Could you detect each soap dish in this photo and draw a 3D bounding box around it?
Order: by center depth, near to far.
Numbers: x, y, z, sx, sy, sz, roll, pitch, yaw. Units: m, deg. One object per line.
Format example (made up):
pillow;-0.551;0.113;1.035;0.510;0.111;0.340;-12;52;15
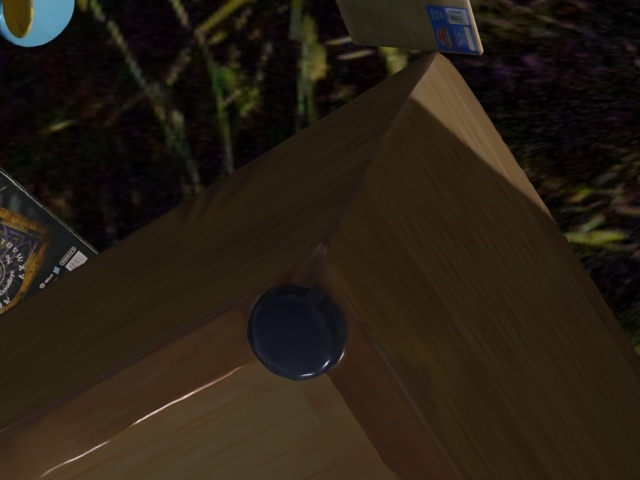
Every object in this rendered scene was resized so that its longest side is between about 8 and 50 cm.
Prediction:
soap dish;-0.026;0.114;0.449;0.291;0.118;0.229;-29;97;26

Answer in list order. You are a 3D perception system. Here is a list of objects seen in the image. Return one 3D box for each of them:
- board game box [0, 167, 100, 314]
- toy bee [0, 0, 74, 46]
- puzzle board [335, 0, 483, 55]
board game box;-0.268;0.045;1.099;0.126;0.026;0.186;40;88;9
toy bee;-0.258;-0.251;1.176;0.195;0.298;0.162;23;144;28
puzzle board;0.052;-0.168;0.967;0.096;0.128;0.011;8;64;21
